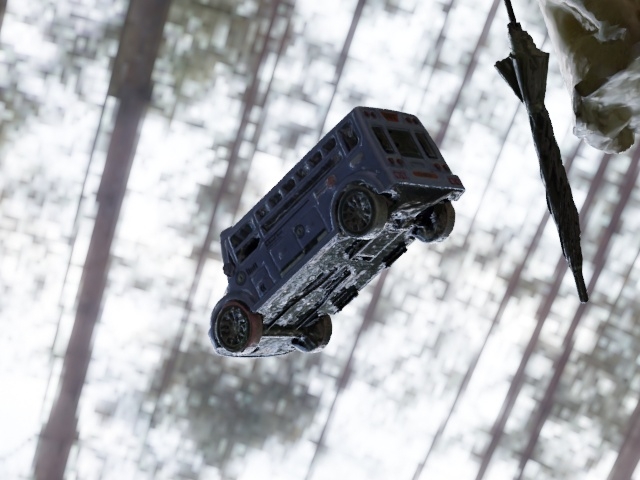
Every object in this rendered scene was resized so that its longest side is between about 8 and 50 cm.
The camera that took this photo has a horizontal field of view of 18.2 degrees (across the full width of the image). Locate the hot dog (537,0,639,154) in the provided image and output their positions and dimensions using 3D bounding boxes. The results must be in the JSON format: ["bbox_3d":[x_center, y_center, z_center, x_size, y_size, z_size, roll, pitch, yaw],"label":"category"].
[{"bbox_3d":[0.241,-0.268,1.095,0.367,0.196,0.365,-22,-114,1],"label":"hot dog"}]

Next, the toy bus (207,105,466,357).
[{"bbox_3d":[0.000,0.000,1.126,0.073,0.167,0.076,4,-128,-49],"label":"toy bus"}]

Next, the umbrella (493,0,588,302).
[{"bbox_3d":[0.162,-0.083,1.510,0.044,0.269,0.044,-10,-179,12],"label":"umbrella"}]
